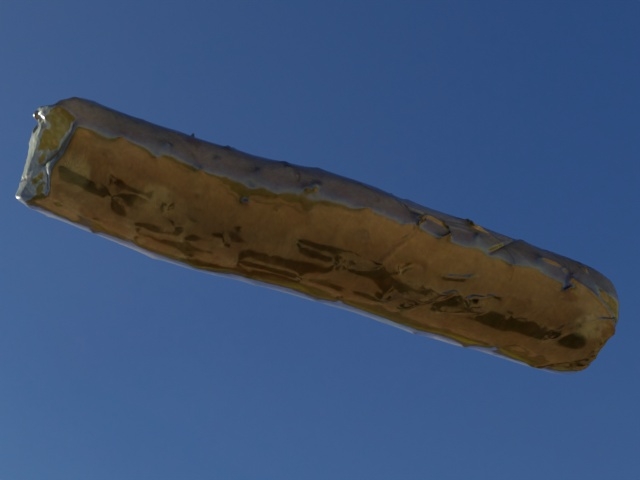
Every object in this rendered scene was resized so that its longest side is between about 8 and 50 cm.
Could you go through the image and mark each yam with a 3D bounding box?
[{"bbox_3d":[0.000,0.000,0.620,0.317,0.067,0.071,18,-90,-8],"label":"yam"}]
